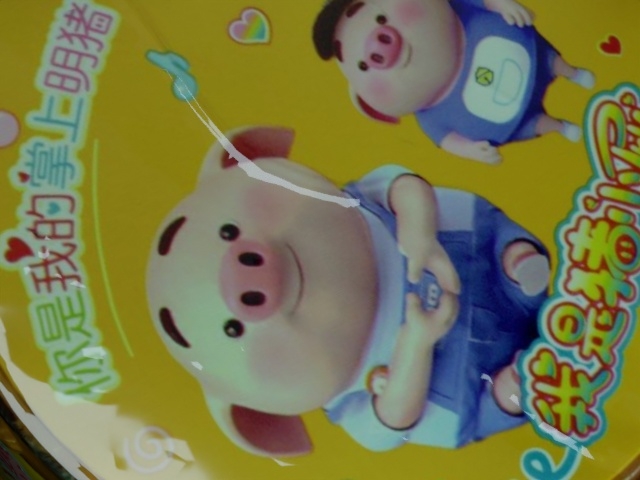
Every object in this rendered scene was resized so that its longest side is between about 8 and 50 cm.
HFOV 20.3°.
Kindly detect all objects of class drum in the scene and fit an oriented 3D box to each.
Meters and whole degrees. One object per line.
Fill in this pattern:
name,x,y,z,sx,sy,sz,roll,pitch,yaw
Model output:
drum,0.000,0.000,0.963,0.431,0.214,0.431,3,68,-8
